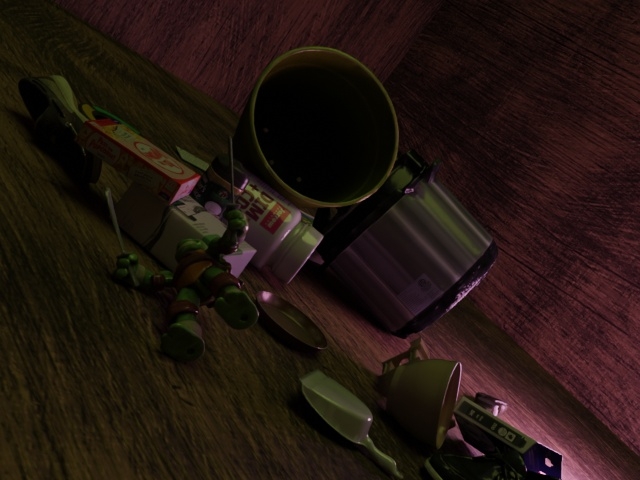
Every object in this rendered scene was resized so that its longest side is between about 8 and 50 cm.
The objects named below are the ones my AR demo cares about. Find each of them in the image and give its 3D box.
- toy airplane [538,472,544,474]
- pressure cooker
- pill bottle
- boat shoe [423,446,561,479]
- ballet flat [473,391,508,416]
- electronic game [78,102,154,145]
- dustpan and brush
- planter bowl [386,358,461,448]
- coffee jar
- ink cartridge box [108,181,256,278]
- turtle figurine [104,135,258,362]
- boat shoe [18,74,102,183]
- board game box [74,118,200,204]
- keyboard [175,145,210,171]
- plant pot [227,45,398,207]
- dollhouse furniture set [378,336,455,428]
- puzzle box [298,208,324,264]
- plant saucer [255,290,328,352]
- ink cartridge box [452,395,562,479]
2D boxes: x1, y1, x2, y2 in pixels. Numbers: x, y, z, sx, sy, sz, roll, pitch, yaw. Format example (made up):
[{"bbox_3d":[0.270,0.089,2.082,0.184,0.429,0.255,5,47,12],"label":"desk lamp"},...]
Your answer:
[{"bbox_3d":[0.482,0.522,1.701,0.151,0.028,0.151,35,12,-8],"label":"toy airplane"},{"bbox_3d":[0.196,-0.012,1.986,0.420,0.370,0.375,46,-18,0],"label":"pressure cooker"},{"bbox_3d":[-0.144,-0.043,1.702,0.283,0.160,0.160,37,10,-1],"label":"pill bottle"},{"bbox_3d":[0.324,0.422,1.368,0.340,0.113,0.127,32,12,-27],"label":"boat shoe"},{"bbox_3d":[0.408,0.411,1.895,0.084,0.058,0.250,18,-2,17],"label":"ballet flat"},{"bbox_3d":[-0.469,-0.249,1.832,0.229,0.048,0.229,36,10,-7],"label":"electronic game"},{"bbox_3d":[0.053,0.292,1.225,0.211,0.060,0.147,33,4,12],"label":"dustpan and brush"},{"bbox_3d":[0.185,0.288,1.434,0.109,0.162,0.162,13,2,19],"label":"planter bowl"},{"bbox_3d":[-0.218,-0.083,1.559,0.079,0.184,0.096,33,11,-24],"label":"coffee jar"},{"bbox_3d":[-0.247,-0.012,1.407,0.219,0.093,0.160,39,10,11],"label":"ink cartridge box"},{"bbox_3d":[-0.202,0.025,1.138,0.197,0.275,0.266,-4,32,-19],"label":"turtle figurine"},{"bbox_3d":[-0.495,-0.212,1.473,0.092,0.103,0.285,-6,51,-39],"label":"boat shoe"},{"bbox_3d":[-0.318,-0.142,1.374,0.193,0.045,0.147,34,11,-3],"label":"board game box"},{"bbox_3d":[-0.310,-0.199,2.248,0.256,0.014,0.072,28,14,-41],"label":"keyboard"},{"bbox_3d":[-0.061,-0.228,1.877,0.366,0.367,0.353,34,-22,-17],"label":"plant pot"},{"bbox_3d":[0.197,0.309,1.600,0.161,0.101,0.182,62,10,-1],"label":"dollhouse furniture set"},{"bbox_3d":[0.000,0.000,2.310,0.409,0.052,0.272,25,16,-50],"label":"puzzle box"},{"bbox_3d":[-0.060,0.158,1.474,0.168,0.029,0.168,37,10,-7],"label":"plant saucer"},{"bbox_3d":[0.361,0.398,1.495,0.208,0.045,0.206,28,-19,29],"label":"ink cartridge box"}]
